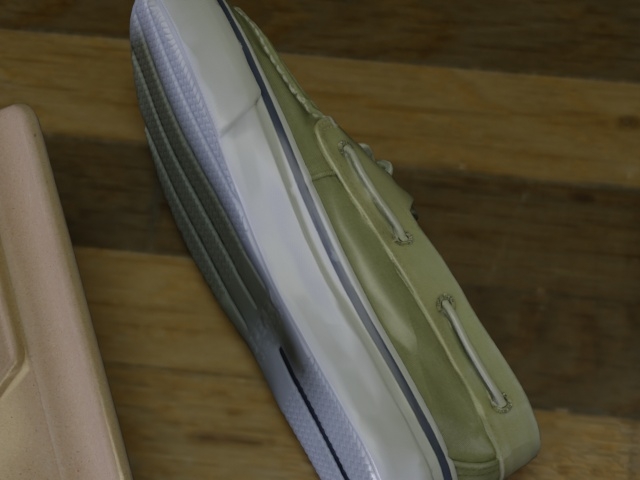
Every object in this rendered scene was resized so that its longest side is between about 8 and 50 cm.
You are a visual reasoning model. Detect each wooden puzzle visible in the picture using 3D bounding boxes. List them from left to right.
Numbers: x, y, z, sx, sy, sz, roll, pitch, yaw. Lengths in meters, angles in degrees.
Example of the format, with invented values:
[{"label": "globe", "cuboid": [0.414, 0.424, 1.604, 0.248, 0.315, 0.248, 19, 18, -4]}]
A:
[{"label": "wooden puzzle", "cuboid": [-0.218, 0.064, 0.818, 0.239, 0.044, 0.221, -17, 64, -2]}]

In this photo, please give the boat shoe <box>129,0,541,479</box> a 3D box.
[{"label": "boat shoe", "cuboid": [0.000, 0.000, 0.874, 0.094, 0.109, 0.302, -20, 73, -24]}]
